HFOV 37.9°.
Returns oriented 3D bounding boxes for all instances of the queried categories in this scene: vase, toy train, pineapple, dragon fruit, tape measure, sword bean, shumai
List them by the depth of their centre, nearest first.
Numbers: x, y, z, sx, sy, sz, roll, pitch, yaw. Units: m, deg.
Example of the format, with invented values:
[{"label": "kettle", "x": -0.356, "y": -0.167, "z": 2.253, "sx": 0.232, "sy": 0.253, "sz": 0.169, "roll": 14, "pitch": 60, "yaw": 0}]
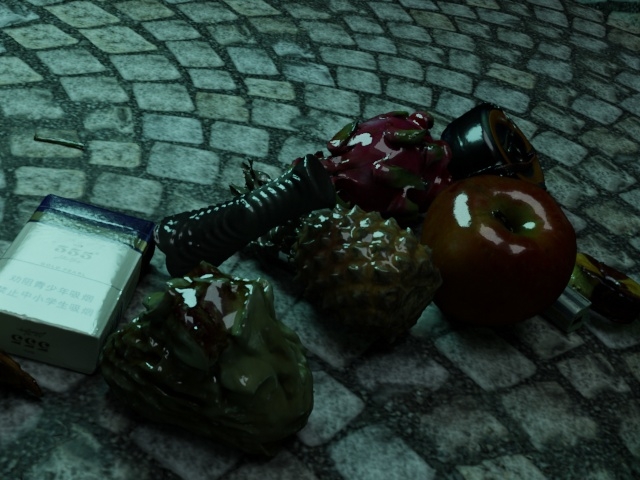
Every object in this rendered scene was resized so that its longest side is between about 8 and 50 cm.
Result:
[{"label": "shumai", "x": -0.118, "y": 0.113, "z": 1.070, "sx": 0.256, "sy": 0.218, "sz": 0.189, "roll": 17, "pitch": 43, "yaw": 2}, {"label": "vase", "x": -0.097, "y": -0.031, "z": 1.253, "sx": 0.238, "sy": 0.115, "sz": 0.115, "roll": -25, "pitch": 29, "yaw": 19}, {"label": "pineapple", "x": 0.000, "y": 0.000, "z": 1.322, "sx": 0.175, "sy": 0.175, "sz": 0.361, "roll": -19, "pitch": 43, "yaw": -40}, {"label": "toy train", "x": 0.312, "y": 0.049, "z": 1.472, "sx": 0.048, "sy": 0.055, "sz": 0.252, "roll": -23, "pitch": 49, "yaw": -31}, {"label": "dragon fruit", "x": 0.082, "y": -0.105, "z": 1.500, "sx": 0.273, "sy": 0.198, "sz": 0.218, "roll": -17, "pitch": 52, "yaw": -4}, {"label": "sword bean", "x": -0.424, "y": -0.162, "z": 1.515, "sx": 0.083, "sy": 0.012, "sz": 0.012, "roll": 10, "pitch": 34, "yaw": -6}, {"label": "tape measure", "x": 0.302, "y": -0.136, "z": 1.618, "sx": 0.202, "sy": 0.135, "sz": 0.223, "roll": 48, "pitch": 28, "yaw": -15}]

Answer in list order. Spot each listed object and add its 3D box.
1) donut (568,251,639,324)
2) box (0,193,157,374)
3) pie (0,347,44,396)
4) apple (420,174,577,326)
[{"label": "donut", "x": 0.443, "y": 0.075, "z": 1.454, "sx": 0.141, "sy": 0.059, "sz": 0.140, "roll": 24, "pitch": 22, "yaw": -10}, {"label": "box", "x": -0.324, "y": 0.047, "z": 1.200, "sx": 0.168, "sy": 0.071, "sz": 0.259, "roll": 15, "pitch": 33, "yaw": -1}, {"label": "pie", "x": -0.399, "y": 0.120, "z": 1.049, "sx": 0.191, "sy": 0.088, "sz": 0.033, "roll": 19, "pitch": 57, "yaw": 5}, {"label": "apple", "x": 0.251, "y": 0.024, "z": 1.348, "sx": 0.230, "sy": 0.229, "sz": 0.230, "roll": 11, "pitch": 34, "yaw": -7}]
